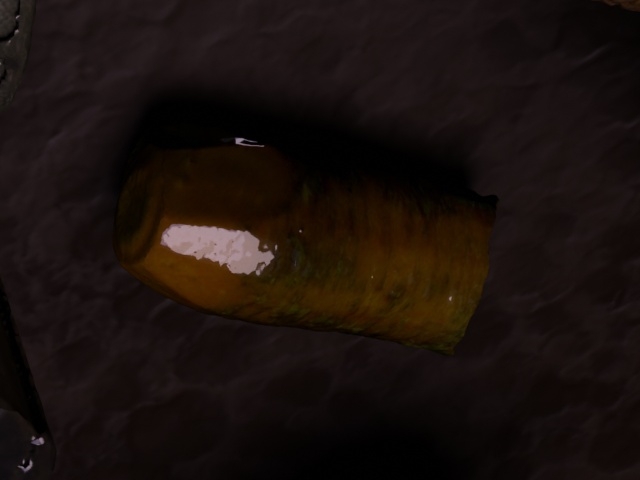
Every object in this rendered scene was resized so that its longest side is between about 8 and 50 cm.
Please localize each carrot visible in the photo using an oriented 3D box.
[{"bbox_3d":[0.000,0.000,0.807,0.173,0.082,0.082,11,123,-27],"label":"carrot"}]

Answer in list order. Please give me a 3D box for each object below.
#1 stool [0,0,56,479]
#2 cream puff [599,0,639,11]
[{"bbox_3d":[-0.208,-0.095,0.521,0.310,0.226,0.310,3,130,-15],"label":"stool"},{"bbox_3d":[0.153,-0.142,0.691,0.183,0.169,0.183,-11,133,-13],"label":"cream puff"}]
